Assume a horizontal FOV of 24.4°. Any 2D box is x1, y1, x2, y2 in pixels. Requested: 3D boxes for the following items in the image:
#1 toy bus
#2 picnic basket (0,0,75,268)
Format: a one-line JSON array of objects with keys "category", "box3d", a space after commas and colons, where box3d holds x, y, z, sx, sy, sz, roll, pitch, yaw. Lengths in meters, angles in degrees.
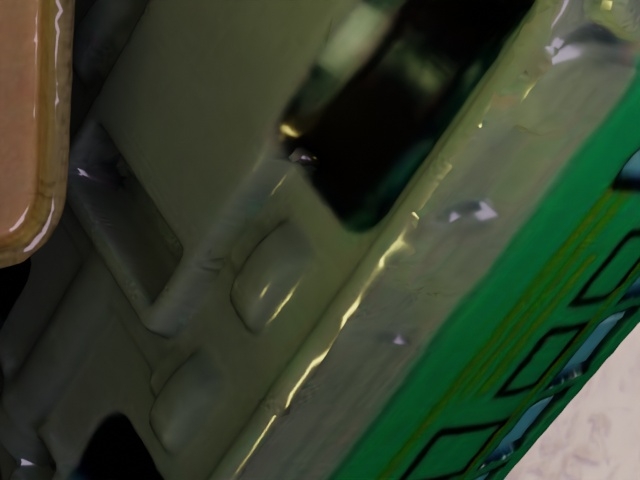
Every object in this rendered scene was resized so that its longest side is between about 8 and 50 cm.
[{"category": "toy bus", "box3d": [0.000, 0.000, 0.497, 0.199, 0.183, 0.343, 4, 131, -46]}, {"category": "picnic basket", "box3d": [-0.161, -0.114, 0.379, 0.165, 0.139, 0.267, -14, 119, -38]}]
